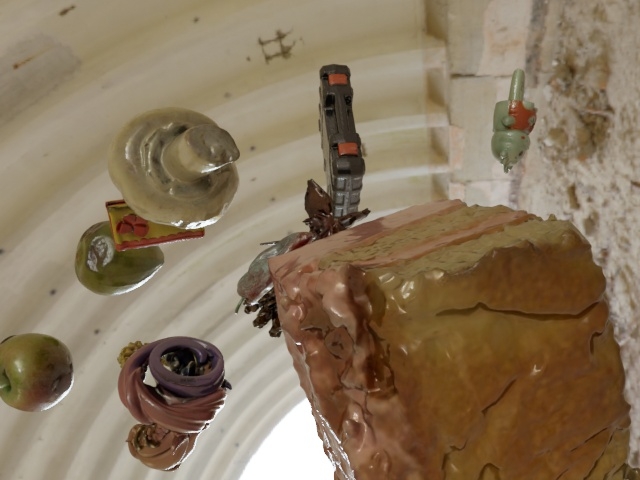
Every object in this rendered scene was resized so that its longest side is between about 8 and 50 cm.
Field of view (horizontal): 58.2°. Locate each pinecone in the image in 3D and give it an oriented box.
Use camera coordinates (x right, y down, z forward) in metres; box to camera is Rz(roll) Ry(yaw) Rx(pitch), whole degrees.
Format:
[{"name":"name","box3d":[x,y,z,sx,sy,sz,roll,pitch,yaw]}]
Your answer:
[{"name":"pinecone","box3d":[-0.070,0.174,1.558,0.292,0.246,0.246,54,-149,-33]}]

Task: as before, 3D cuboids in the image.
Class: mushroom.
[{"name":"mushroom","box3d":[-0.311,-0.186,1.321,0.314,0.336,0.314,8,-105,-33]}]

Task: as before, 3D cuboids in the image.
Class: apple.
[{"name":"apple","box3d":[-0.732,0.333,1.481,0.207,0.174,0.188,58,-155,16]}]

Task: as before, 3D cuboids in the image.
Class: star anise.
[{"name":"star anise","box3d":[-0.006,-0.008,1.011,0.140,0.144,0.158,30,-126,-23]}]

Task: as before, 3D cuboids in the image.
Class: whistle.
[{"name":"whistle","box3d":[0.466,-0.285,1.387,0.102,0.106,0.253,72,-155,-86]}]

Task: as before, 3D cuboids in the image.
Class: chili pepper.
[{"name":"chili pepper","box3d":[-0.067,0.036,0.757,0.041,0.153,0.050,19,-150,-50]}]

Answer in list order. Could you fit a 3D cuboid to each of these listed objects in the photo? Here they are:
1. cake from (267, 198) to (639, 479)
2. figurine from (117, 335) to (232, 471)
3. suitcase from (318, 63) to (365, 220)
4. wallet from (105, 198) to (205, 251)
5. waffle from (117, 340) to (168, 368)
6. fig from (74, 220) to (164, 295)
[{"name":"cake","box3d":[0.114,0.125,0.619,0.307,0.293,0.314,-145,41,-70]},{"name":"figurine","box3d":[-0.167,0.192,0.640,0.126,0.114,0.157,8,-84,-39]},{"name":"suitcase","box3d":[0.040,-0.205,1.219,0.206,0.066,0.285,93,171,-62]},{"name":"wallet","box3d":[-0.426,-0.049,1.507,0.067,0.241,0.141,-129,33,-56]},{"name":"waffle","box3d":[-0.530,0.364,1.761,0.192,0.161,0.046,-70,3,-81]},{"name":"fig","box3d":[-0.632,0.061,1.825,0.271,0.239,0.239,8,-105,-32]}]
